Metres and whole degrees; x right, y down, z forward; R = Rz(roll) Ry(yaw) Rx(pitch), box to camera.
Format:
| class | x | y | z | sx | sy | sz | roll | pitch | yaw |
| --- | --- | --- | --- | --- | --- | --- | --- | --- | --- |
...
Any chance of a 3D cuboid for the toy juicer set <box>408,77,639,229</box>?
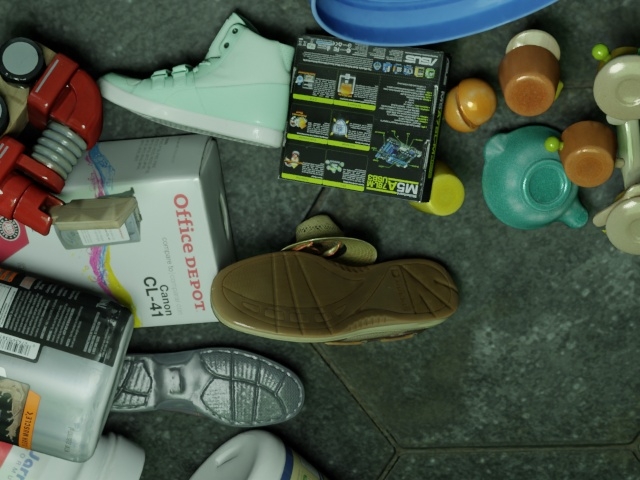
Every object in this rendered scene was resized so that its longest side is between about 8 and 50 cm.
| class | x | y | z | sx | sy | sz | roll | pitch | yaw |
| --- | --- | --- | --- | --- | --- | --- | --- | --- | --- |
| toy juicer set | 0.279 | -0.113 | 1.921 | 0.329 | 0.089 | 0.209 | 9 | 100 | -16 |

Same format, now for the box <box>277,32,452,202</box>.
| class | x | y | z | sx | sy | sz | roll | pitch | yaw |
| --- | --- | --- | --- | --- | --- | --- | --- | --- | --- |
| box | 0.053 | -0.149 | 1.852 | 0.190 | 0.045 | 0.184 | 10 | 98 | 20 |

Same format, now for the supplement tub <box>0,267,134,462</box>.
| class | x | y | z | sx | sy | sz | roll | pitch | yaw |
| --- | --- | --- | --- | --- | --- | --- | --- | --- | --- |
| supplement tub | -0.416 | 0.135 | 1.879 | 0.338 | 0.207 | 0.207 | 16 | 120 | -3 |

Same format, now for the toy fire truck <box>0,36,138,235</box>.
| class | x | y | z | sx | sy | sz | roll | pitch | yaw |
| --- | --- | --- | --- | --- | --- | --- | --- | --- | --- |
| toy fire truck | -0.316 | -0.102 | 1.831 | 0.246 | 0.217 | 0.158 | 31 | 163 | 2 |

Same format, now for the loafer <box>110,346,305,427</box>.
| class | x | y | z | sx | sy | sz | roll | pitch | yaw |
| --- | --- | --- | --- | --- | --- | --- | --- | --- | --- |
| loafer | -0.173 | 0.197 | 2.130 | 0.302 | 0.095 | 0.109 | 5 | 91 | -4 |

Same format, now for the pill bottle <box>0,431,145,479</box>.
| class | x | y | z | sx | sy | sz | roll | pitch | yaw |
| --- | --- | --- | --- | --- | --- | --- | --- | --- | --- |
| pill bottle | -0.459 | 0.269 | 2.094 | 0.407 | 0.229 | 0.229 | 30 | 118 | -14 |

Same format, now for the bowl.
| class | x | y | z | sx | sy | sz | roll | pitch | yaw |
| --- | --- | --- | --- | --- | --- | --- | --- | --- | --- |
| bowl | 0.167 | -0.338 | 1.655 | 0.391 | 0.077 | 0.391 | -15 | 162 | -5 |

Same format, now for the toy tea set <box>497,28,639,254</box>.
| class | x | y | z | sx | sy | sz | roll | pitch | yaw |
| --- | --- | --- | --- | --- | --- | --- | --- | --- | --- |
| toy tea set | 0.363 | -0.147 | 1.848 | 0.200 | 0.124 | 0.336 | -33 | 115 | 26 |

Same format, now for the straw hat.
| class | x | y | z | sx | sy | sz | roll | pitch | yaw |
| --- | --- | --- | --- | --- | --- | --- | --- | --- | --- |
| straw hat | 0.000 | 0.000 | 1.998 | 0.144 | 0.061 | 0.144 | -8 | 154 | -4 |

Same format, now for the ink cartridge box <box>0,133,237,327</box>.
| class | x | y | z | sx | sy | sz | roll | pitch | yaw |
| --- | --- | --- | --- | --- | --- | --- | --- | --- | --- |
| ink cartridge box | -0.278 | -0.005 | 1.979 | 0.306 | 0.131 | 0.226 | -4 | 120 | 8 |

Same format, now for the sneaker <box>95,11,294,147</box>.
| class | x | y | z | sx | sy | sz | roll | pitch | yaw |
| --- | --- | --- | --- | --- | --- | --- | --- | --- | --- |
| sneaker | -0.150 | -0.212 | 1.889 | 0.255 | 0.094 | 0.151 | 13 | 89 | 16 |

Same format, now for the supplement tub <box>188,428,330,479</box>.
| class | x | y | z | sx | sy | sz | roll | pitch | yaw |
| --- | --- | --- | --- | --- | --- | --- | --- | --- | --- |
| supplement tub | -0.039 | 0.444 | 2.171 | 0.316 | 0.228 | 0.228 | 42 | 114 | -19 |

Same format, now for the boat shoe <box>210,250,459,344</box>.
| class | x | y | z | sx | sy | sz | roll | pitch | yaw |
| --- | --- | --- | --- | --- | --- | --- | --- | --- | --- |
| boat shoe | 0.009 | 0.091 | 1.987 | 0.342 | 0.123 | 0.123 | -3 | 153 | -26 |
